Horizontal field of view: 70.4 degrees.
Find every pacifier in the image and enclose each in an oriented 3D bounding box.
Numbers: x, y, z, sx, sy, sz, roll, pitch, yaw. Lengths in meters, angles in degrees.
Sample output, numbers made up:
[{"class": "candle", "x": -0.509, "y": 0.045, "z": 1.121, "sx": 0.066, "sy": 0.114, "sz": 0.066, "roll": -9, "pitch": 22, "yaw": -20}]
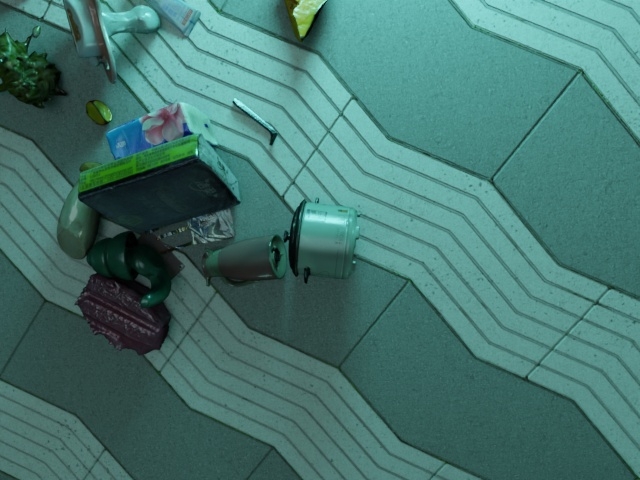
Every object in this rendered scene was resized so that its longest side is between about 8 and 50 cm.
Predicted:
[{"class": "pacifier", "x": -0.649, "y": -0.653, "z": 1.378, "sx": 0.273, "sy": 0.220, "sz": 0.332, "roll": -3, "pitch": 113, "yaw": 8}]

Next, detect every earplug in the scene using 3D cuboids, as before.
[{"class": "earplug", "x": -0.633, "y": 0.095, "z": 1.505, "sx": 0.280, "sy": 0.164, "sz": 0.257, "roll": 3, "pitch": 77, "yaw": -2}]

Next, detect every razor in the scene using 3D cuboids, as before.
[{"class": "razor", "x": -0.209, "y": -0.391, "z": 1.462, "sx": 0.190, "sy": 0.033, "sz": 0.066, "roll": 42, "pitch": 144, "yaw": 2}]

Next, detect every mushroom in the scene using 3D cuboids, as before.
[{"class": "mushroom", "x": -0.806, "y": -0.098, "z": 1.543, "sx": 0.128, "sy": 0.128, "sz": 0.350, "roll": 23, "pitch": 97, "yaw": 3}]

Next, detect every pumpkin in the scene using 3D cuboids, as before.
[{"class": "pumpkin", "x": -0.029, "y": -0.735, "z": 1.353, "sx": 0.163, "sy": 0.111, "sz": 0.278, "roll": -17, "pitch": 95, "yaw": -6}]

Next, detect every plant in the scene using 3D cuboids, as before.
[{"class": "plant", "x": -1.014, "y": -0.541, "z": 1.527, "sx": 0.334, "sy": 0.180, "sz": 0.251, "roll": -7, "pitch": 108, "yaw": 41}]

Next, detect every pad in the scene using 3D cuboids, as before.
[{"class": "pad", "x": -0.576, "y": 0.060, "z": 1.595, "sx": 0.113, "sy": 0.006, "sz": 0.188, "roll": -43, "pitch": 92, "yaw": 12}]

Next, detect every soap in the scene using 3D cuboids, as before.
[{"class": "soap", "x": -0.671, "y": 0.253, "z": 1.578, "sx": 0.325, "sy": 0.127, "sz": 0.220, "roll": 30, "pitch": 103, "yaw": 1}]

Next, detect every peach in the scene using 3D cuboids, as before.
[{"class": "peach", "x": -0.731, "y": -0.426, "z": 1.510, "sx": 0.083, "sy": 0.050, "sz": 0.077, "roll": 26, "pitch": 125, "yaw": 12}]

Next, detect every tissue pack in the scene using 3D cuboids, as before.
[{"class": "tissue pack", "x": -0.492, "y": -0.323, "z": 1.423, "sx": 0.270, "sy": 0.209, "sz": 0.137, "roll": -19, "pitch": 87, "yaw": 11}, {"class": "tissue pack", "x": -0.482, "y": -0.165, "z": 1.402, "sx": 0.394, "sy": 0.288, "sz": 0.124, "roll": -16, "pitch": 66, "yaw": 9}]

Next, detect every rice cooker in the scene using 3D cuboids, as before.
[{"class": "rice cooker", "x": 0.000, "y": 0.000, "z": 1.394, "sx": 0.227, "sy": 0.241, "sz": 0.280, "roll": 6, "pitch": 64, "yaw": 2}]

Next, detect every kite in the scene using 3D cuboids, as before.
[{"class": "kite", "x": -0.441, "y": -0.034, "z": 1.554, "sx": 0.310, "sy": 0.015, "sz": 0.169, "roll": -26, "pitch": 96, "yaw": 9}]

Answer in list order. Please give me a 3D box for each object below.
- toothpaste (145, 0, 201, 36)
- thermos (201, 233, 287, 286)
[{"class": "toothpaste", "x": -0.496, "y": -0.751, "z": 1.429, "sx": 0.234, "sy": 0.057, "sz": 0.089, "roll": 35, "pitch": 104, "yaw": -6}, {"class": "thermos", "x": -0.254, "y": 0.077, "z": 1.497, "sx": 0.265, "sy": 0.146, "sz": 0.176, "roll": -8, "pitch": 124, "yaw": 17}]
